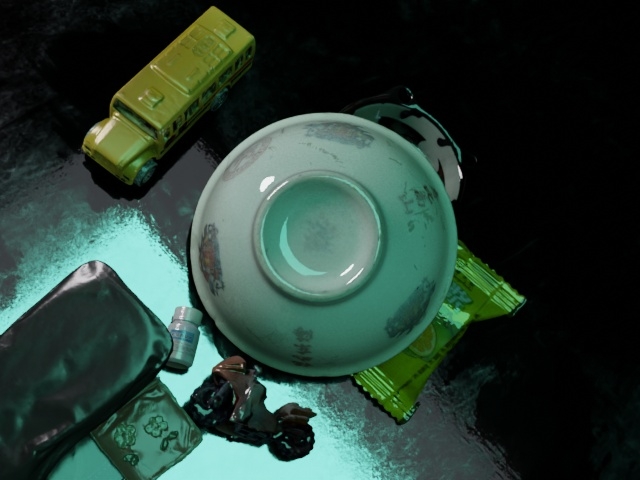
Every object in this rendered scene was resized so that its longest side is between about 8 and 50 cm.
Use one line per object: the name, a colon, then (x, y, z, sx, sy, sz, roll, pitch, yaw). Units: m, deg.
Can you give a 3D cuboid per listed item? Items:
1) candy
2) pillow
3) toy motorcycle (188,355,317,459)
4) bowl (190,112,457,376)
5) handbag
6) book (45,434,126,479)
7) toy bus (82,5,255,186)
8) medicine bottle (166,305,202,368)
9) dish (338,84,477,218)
candy: (0.176, 0.142, 1.212, 0.187, 0.081, 0.297, 43, 86, 2)
pillow: (-0.283, 0.236, 1.056, 0.126, 0.043, 0.232, -37, 84, -24)
toy motorcycle: (-0.094, 0.250, 1.114, 0.212, 0.084, 0.118, 28, 50, -21)
bowl: (0.000, 0.000, 1.092, 0.434, 0.196, 0.435, 0, 87, 3)
handbag: (-0.369, 0.194, 0.997, 0.332, 0.075, 0.191, -44, 82, -9)
book: (-0.389, 0.260, 1.050, 0.191, 0.025, 0.269, -38, 85, -27)
toy bus: (-0.249, -0.247, 1.237, 0.121, 0.123, 0.336, 38, 63, 0)
medicine bottle: (-0.214, 0.150, 1.133, 0.052, 0.052, 0.089, 16, 65, -11)
dish: (0.116, -0.112, 1.302, 0.302, 0.120, 0.303, 6, 69, -17)
